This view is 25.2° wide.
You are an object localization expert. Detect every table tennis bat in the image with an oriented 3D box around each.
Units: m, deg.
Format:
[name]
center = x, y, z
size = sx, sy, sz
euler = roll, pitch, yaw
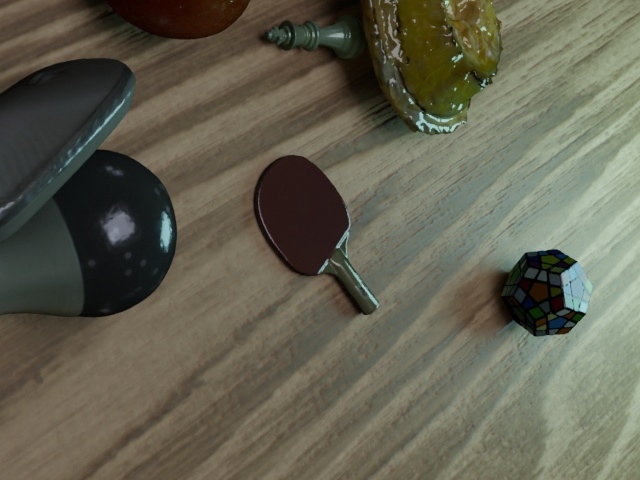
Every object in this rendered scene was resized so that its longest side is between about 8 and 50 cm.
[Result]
[table tennis bat]
center = 0.000, 0.000, 1.875
size = 0.246, 0.022, 0.138
euler = 54, 52, -20

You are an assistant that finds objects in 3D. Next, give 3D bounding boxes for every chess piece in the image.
[chess piece]
center = -0.011, -0.267, 1.885
size = 0.149, 0.059, 0.059
euler = -7, 88, -38

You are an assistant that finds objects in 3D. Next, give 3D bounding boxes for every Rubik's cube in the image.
[Rubik's cube]
center = 0.333, 0.077, 2.108
size = 0.133, 0.133, 0.112
euler = 21, 44, -39

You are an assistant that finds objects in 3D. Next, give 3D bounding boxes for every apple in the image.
[apple]
center = -0.171, -0.323, 1.664
size = 0.168, 0.181, 0.181
euler = 22, 67, -65

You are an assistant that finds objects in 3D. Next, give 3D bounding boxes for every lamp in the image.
[lamp]
center = -0.307, 0.011, 1.520
size = 0.313, 0.182, 0.182
euler = -16, 95, -11

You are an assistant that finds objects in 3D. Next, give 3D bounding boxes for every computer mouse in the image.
[computer mouse]
center = -0.325, -0.095, 1.461
size = 0.331, 0.197, 0.095
euler = -54, 133, -39

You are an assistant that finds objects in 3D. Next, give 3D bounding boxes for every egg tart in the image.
[egg tart]
center = 0.164, -0.297, 1.974
size = 0.315, 0.120, 0.315
euler = 24, 61, -52
